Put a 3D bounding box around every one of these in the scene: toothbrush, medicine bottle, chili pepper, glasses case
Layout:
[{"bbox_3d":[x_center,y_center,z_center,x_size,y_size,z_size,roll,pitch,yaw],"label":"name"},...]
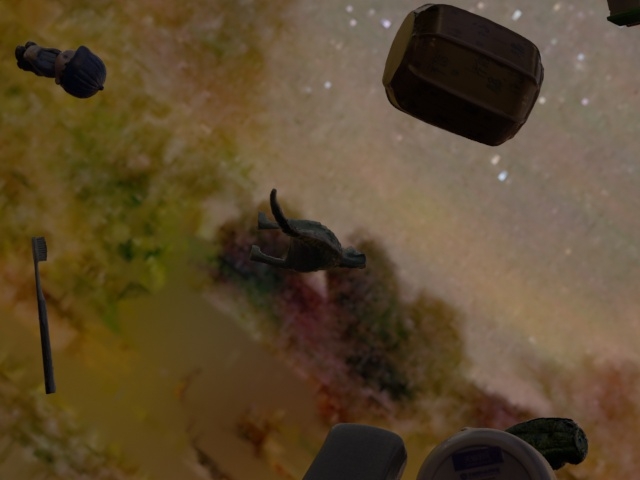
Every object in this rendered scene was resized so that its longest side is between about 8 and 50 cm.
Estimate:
[{"bbox_3d":[-0.376,0.103,1.756,0.019,0.219,0.016,-7,7,-27],"label":"toothbrush"},{"bbox_3d":[0.173,0.261,1.293,0.135,0.135,0.215,36,-2,18],"label":"medicine bottle"},{"bbox_3d":[0.319,0.346,2.067,0.061,0.224,0.098,-1,69,-62],"label":"chili pepper"},{"bbox_3d":[0.021,0.406,1.915,0.131,0.323,0.074,7,-50,25],"label":"glasses case"}]

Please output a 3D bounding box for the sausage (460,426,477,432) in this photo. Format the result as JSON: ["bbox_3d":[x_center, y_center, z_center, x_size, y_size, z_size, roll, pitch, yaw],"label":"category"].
[{"bbox_3d":[0.233,0.350,1.962,0.041,0.131,0.039,-1,4,4],"label":"sausage"}]

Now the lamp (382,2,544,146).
[{"bbox_3d":[0.180,-0.212,1.638,0.185,0.161,0.161,21,-4,-10],"label":"lamp"}]

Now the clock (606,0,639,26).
[{"bbox_3d":[0.484,-0.465,2.013,0.106,0.220,0.255,-9,-82,35],"label":"clock"}]

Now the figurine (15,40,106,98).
[{"bbox_3d":[-0.374,-0.244,1.850,0.136,0.077,0.079,7,-64,28],"label":"figurine"}]

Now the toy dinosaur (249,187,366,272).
[{"bbox_3d":[-0.048,-0.001,1.598,0.129,0.076,0.383,-1,-6,19],"label":"toy dinosaur"}]
